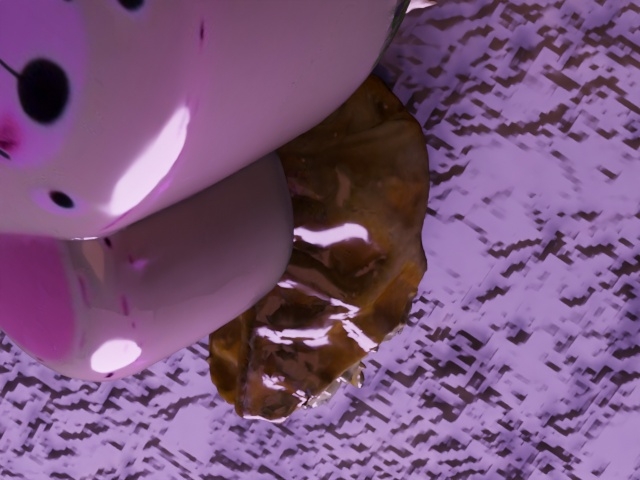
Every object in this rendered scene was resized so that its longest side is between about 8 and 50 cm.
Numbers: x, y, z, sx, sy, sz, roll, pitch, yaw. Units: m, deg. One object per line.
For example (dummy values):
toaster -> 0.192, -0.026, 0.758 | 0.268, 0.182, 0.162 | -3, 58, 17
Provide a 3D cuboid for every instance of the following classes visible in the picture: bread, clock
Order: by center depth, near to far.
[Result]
clock -> -0.106, -0.134, 0.465 | 0.309, 0.114, 0.284 | 47, 140, 17
bread -> 0.000, 0.000, 0.584 | 0.066, 0.060, 0.110 | 30, 123, 41

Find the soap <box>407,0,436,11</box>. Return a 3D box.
soap -> 0.119, -0.179, 0.441 | 0.315, 0.091, 0.199 | -12, 107, 25
